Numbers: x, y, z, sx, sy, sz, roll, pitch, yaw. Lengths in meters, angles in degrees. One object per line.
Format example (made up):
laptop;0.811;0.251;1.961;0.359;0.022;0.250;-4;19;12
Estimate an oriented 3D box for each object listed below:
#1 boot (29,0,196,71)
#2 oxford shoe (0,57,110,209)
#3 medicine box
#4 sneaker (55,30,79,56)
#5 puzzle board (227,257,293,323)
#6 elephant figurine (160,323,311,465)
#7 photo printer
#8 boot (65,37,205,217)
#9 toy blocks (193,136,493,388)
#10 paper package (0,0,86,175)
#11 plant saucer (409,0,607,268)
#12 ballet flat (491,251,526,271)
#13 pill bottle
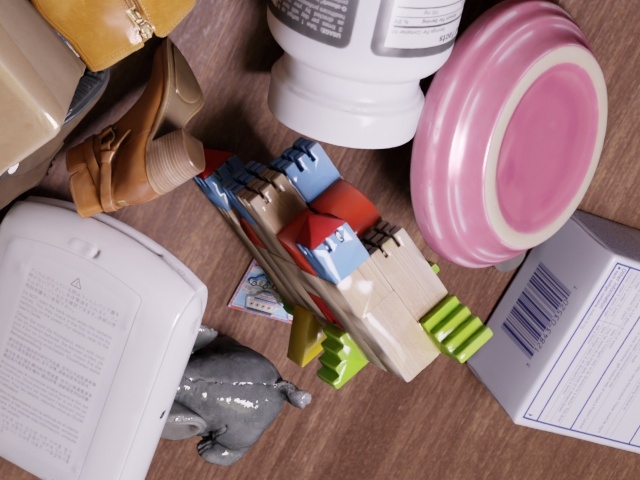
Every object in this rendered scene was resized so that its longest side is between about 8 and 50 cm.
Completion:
boot;-0.178;-0.328;1.792;0.295;0.104;0.211;-42;130;-4
oxford shoe;-0.314;-0.115;1.895;0.227;0.083;0.096;-42;155;-3
medicine box;0.392;0.126;2.348;0.289;0.149;0.263;16;111;-34
sneaker;-0.287;-0.229;1.845;0.162;0.063;0.073;-11;110;-29
puzzle board;-0.041;0.057;2.173;0.128;0.011;0.096;17;110;-34
elephant figurine;-0.175;0.175;2.076;0.239;0.169;0.186;20;114;-39
photo printer;-0.272;0.115;1.952;0.107;0.256;0.307;-35;148;-64
boot;-0.207;-0.123;1.897;0.152;0.197;0.073;-22;138;20
toy blocks;0.000;0.000;1.952;0.191;0.381;0.261;-41;115;-12
paper package;-0.436;-0.167;1.639;0.309;0.168;0.325;-35;112;14
plant saucer;0.239;-0.119;2.075;0.332;0.084;0.332;-27;128;-41
ballet flat;0.209;-0.072;2.196;0.084;0.058;0.250;-26;124;-17
pill bottle;0.056;-0.296;1.871;0.210;0.210;0.363;-2;121;-26
